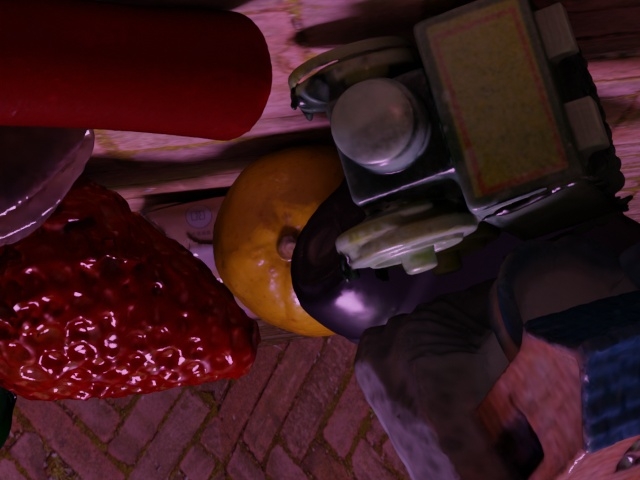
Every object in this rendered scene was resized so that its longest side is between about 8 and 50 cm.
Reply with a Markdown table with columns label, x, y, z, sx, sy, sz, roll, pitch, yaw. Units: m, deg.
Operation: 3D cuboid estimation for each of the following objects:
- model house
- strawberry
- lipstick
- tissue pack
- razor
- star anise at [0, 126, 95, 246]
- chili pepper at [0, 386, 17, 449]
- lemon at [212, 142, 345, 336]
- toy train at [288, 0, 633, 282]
| label | x | y | z | sx | sy | sz | roll | pitch | yaw |
| --- | --- | --- | --- | --- | --- | --- | --- | --- | --- |
| model house | 0.206 | 0.039 | 1.214 | 0.267 | 0.194 | 0.325 | -15 | 154 | -27 |
| strawberry | -0.168 | 0.052 | 1.605 | 0.244 | 0.205 | 0.205 | 17 | 169 | -10 |
| lipstick | -0.134 | -0.096 | 1.038 | 0.241 | 0.080 | 0.080 | 0 | 170 | -44 |
| tissue pack | -0.050 | 0.016 | 1.873 | 0.257 | 0.123 | 0.215 | -5 | 175 | -9 |
| razor | 0.137 | 0.022 | 1.527 | 0.349 | 0.204 | 0.113 | 25 | -174 | -43 |
| star anise | -0.301 | -0.036 | 1.261 | 0.315 | 0.108 | 0.315 | -4 | 172 | -1 |
| chili pepper | -0.433 | 0.184 | 1.807 | 0.233 | 0.256 | 0.248 | 32 | -175 | -12 |
| lemon | 0.000 | 0.000 | 1.608 | 0.170 | 0.170 | 0.207 | -10 | 176 | 21 |
| toy train | 0.095 | -0.065 | 1.251 | 0.188 | 0.159 | 0.272 | -19 | 171 | 13 |
